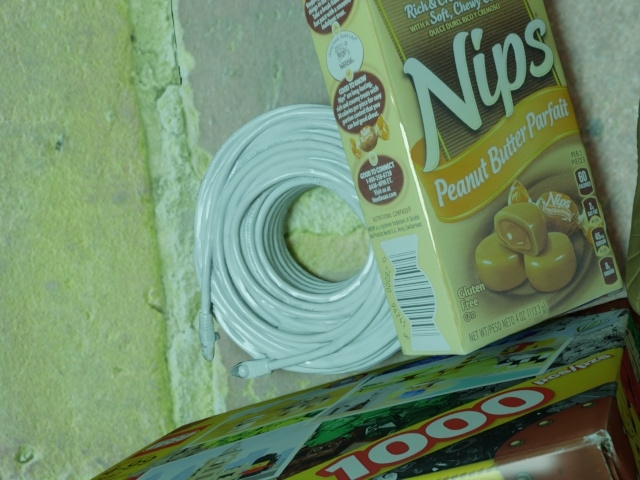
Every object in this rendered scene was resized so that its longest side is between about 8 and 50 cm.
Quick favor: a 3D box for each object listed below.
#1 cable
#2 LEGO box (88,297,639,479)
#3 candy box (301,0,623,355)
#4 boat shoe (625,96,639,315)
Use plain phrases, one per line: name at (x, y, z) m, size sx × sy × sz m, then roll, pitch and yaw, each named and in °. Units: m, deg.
cable at (0.000, 0.000, 0.771) m, size 0.257 × 0.089 × 0.256 m, roll -4°, pitch 95°, yaw 22°
LEGO box at (0.021, 0.234, 0.638) m, size 0.501 × 0.372 × 0.193 m, roll -20°, pitch 89°, yaw 23°
candy box at (0.116, -0.084, 0.655) m, size 0.088 × 0.183 × 0.316 m, roll -13°, pitch 93°, yaw 59°
boat shoe at (0.311, -0.072, 0.638) m, size 0.096 × 0.098 × 0.276 m, roll 6°, pitch 96°, yaw -2°
